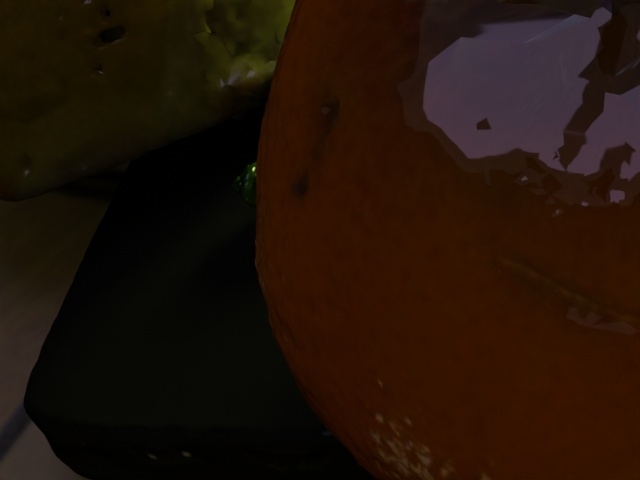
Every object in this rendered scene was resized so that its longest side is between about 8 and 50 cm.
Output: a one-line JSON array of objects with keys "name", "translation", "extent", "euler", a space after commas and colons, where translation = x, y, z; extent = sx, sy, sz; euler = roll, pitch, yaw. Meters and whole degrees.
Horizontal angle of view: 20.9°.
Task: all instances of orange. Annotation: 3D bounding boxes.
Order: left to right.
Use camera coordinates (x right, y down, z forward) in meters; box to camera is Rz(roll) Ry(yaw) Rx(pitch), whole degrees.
[{"name": "orange", "translation": [0.089, -0.023, 0.434], "extent": [0.224, 0.170, 0.224], "euler": [-9, 56, 13]}]

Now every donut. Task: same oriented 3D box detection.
[{"name": "donut", "translation": [-0.079, -0.120, 0.715], "extent": [0.272, 0.107, 0.272], "euler": [-26, 21, 11]}]

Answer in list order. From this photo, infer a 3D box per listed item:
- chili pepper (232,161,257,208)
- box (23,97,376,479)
[{"name": "chili pepper", "translation": [0.005, -0.022, 0.578], "extent": [0.083, 0.022, 0.027], "euler": [-13, 77, 25]}, {"name": "box", "translation": [0.000, 0.000, 0.608], "extent": [0.212, 0.042, 0.201], "euler": [-7, 45, 34]}]
